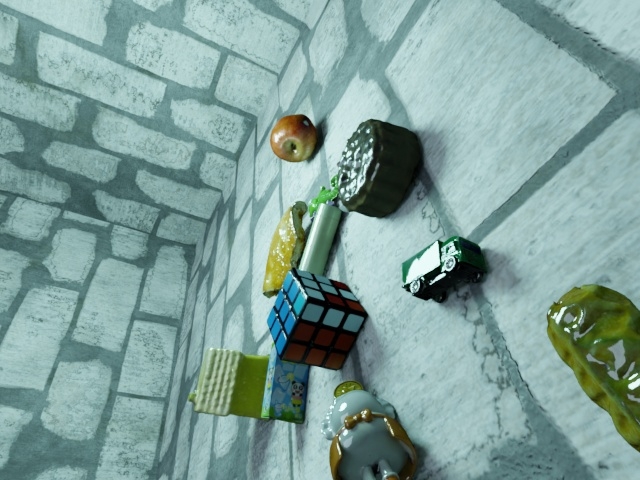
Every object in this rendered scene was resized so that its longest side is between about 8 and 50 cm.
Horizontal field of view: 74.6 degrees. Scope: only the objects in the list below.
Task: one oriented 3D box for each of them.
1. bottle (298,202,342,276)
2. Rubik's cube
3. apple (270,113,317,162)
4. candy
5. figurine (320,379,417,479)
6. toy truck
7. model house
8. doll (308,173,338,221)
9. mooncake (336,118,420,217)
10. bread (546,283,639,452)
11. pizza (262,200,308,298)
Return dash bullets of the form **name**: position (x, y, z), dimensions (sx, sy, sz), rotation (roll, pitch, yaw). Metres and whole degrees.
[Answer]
- **bottle**: position (0.000, 0.000, 1.190), dimensions (0.072, 0.072, 0.202), rotation (12, 84, 66)
- **Rubik's cube**: position (-0.015, 0.181, 0.978), dimensions (0.161, 0.163, 0.162), rotation (-66, 23, 14)
- **apple**: position (-0.096, -0.384, 1.567), dimensions (0.199, 0.199, 0.199), rotation (-46, 34, 45)
- **candy**: position (-0.087, 0.364, 1.086), dimensions (0.062, 0.097, 0.195), rotation (-41, 37, 55)
- **figurine**: position (0.072, 0.328, 0.717), dimensions (0.143, 0.143, 0.271), rotation (-61, 27, 23)
- **toy truck**: position (0.206, 0.050, 0.710), dimensions (0.147, 0.065, 0.079), rotation (-43, 33, 50)
- **model house**: position (-0.255, 0.420, 1.242), dimensions (0.174, 0.234, 0.194), rotation (-23, 54, 60)
- **doll**: position (0.014, -0.130, 1.283), dimensions (0.190, 0.050, 0.115), rotation (-36, 49, 51)
- **mooncake**: position (0.121, -0.169, 0.983), dimensions (0.228, 0.124, 0.229), rotation (-46, 35, 47)
- **bread**: position (0.311, 0.145, 0.384), dimensions (0.087, 0.098, 0.270), rotation (-23, 36, 3)
- **pizza**: position (-0.112, 0.044, 1.375), dimensions (0.182, 0.073, 0.366), rotation (34, 113, 50)
